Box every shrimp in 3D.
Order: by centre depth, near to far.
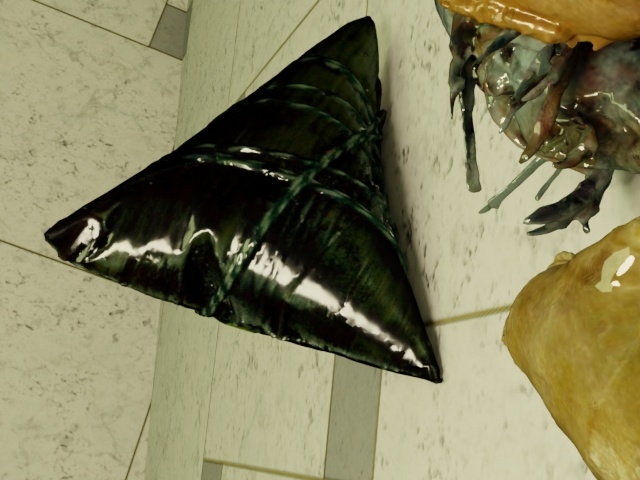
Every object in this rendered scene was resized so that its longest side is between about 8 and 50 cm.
[{"bbox_3d":[0.148,-0.081,0.636,0.372,0.137,0.172,-90,-13,-49],"label":"shrimp"}]

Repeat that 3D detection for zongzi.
[{"bbox_3d":[0.000,0.000,1.019,0.383,0.362,0.319,-37,-30,-54],"label":"zongzi"}]

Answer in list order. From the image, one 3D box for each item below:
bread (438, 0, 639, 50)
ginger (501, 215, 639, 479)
[{"bbox_3d":[0.143,-0.179,0.487,0.160,0.147,0.260,-41,15,-35],"label":"bread"},{"bbox_3d":[0.180,0.076,0.395,0.363,0.122,0.348,101,152,-45],"label":"ginger"}]
